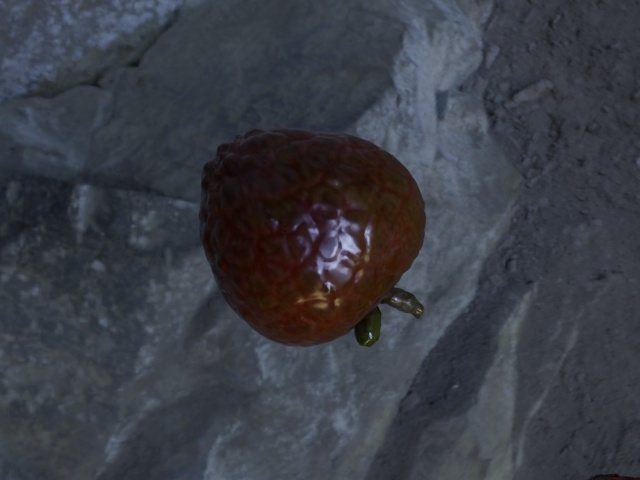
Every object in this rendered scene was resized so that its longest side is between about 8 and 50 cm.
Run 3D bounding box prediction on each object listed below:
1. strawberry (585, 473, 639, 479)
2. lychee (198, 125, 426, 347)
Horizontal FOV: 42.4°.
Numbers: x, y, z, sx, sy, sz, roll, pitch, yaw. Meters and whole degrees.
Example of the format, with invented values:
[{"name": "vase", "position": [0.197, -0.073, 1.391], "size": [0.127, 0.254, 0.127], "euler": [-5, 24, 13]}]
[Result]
[{"name": "strawberry", "position": [0.506, 0.493, 1.253], "size": [0.295, 0.345, 0.318], "euler": [-2, 46, 47]}, {"name": "lychee", "position": [0.000, 0.000, 0.930], "size": [0.255, 0.255, 0.300], "euler": [-15, 121, 35]}]
